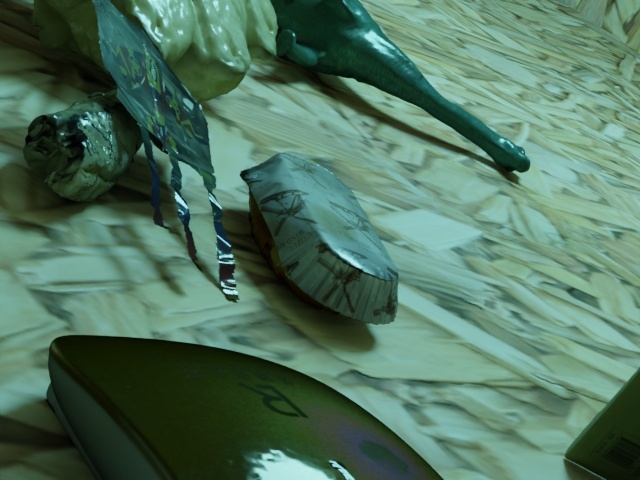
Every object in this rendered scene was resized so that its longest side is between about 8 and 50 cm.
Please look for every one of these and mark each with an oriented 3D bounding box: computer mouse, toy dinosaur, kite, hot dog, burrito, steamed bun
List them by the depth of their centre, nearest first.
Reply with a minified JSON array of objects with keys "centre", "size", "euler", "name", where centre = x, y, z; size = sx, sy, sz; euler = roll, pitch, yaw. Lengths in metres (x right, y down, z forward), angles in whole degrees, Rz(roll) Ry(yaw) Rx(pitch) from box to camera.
[{"centre":[-0.007,0.125,0.640],"size":[0.158,0.071,0.310],"euler":[10,27,-41],"name":"computer mouse"},{"centre":[-0.098,-0.063,0.985],"size":[0.141,0.015,0.245],"euler":[43,19,-41],"name":"kite"},{"centre":[-0.147,-0.071,0.989],"size":[0.063,0.058,0.229],"euler":[33,20,-5],"name":"burrito"},{"centre":[0.000,0.000,1.021],"size":[0.099,0.053,0.192],"euler":[17,24,-28],"name":"hot dog"},{"centre":[-0.163,-0.232,1.218],"size":[0.292,0.137,0.295],"euler":[35,46,-45],"name":"steamed bun"},{"centre":[0.028,-0.215,1.613],"size":[0.331,0.129,0.383],"euler":[27,13,-42],"name":"toy dinosaur"}]

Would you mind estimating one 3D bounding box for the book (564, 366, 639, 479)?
[{"centre":[0.269,0.128,0.905],"size":[0.192,0.168,0.013],"euler":[28,42,-2],"name":"book"}]
